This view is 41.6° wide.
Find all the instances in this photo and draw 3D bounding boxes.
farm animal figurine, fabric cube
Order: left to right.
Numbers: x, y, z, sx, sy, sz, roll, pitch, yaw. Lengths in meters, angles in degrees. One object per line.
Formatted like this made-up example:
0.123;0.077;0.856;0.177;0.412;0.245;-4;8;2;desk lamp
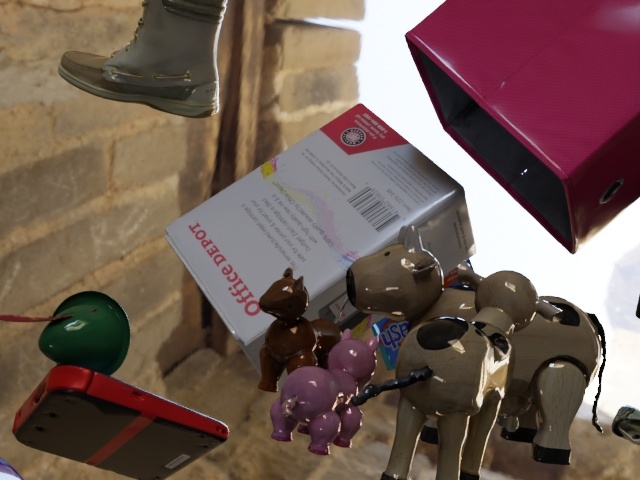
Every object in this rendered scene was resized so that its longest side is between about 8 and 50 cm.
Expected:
0.104;0.080;0.688;0.327;0.330;0.172;11;-89;-25;farm animal figurine
0.293;-0.184;0.962;0.258;0.259;0.254;-41;-26;1;fabric cube

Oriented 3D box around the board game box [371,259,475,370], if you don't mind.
0.127;0.051;1.150;0.047;0.160;0.210;-4;-108;-87;board game box

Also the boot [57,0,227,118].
-0.220;-0.252;1.041;0.077;0.213;0.165;-61;-16;-59;boot

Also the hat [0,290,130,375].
-0.478;0.178;1.514;0.183;0.208;0.173;10;-112;-70;hat

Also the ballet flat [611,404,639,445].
0.567;0.327;1.428;0.188;0.070;0.070;-8;60;70;ballet flat

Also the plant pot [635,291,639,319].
0.494;0.043;1.050;0.187;0.188;0.167;-21;-44;-65;plant pot

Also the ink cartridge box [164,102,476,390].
0.000;0.000;1.026;0.306;0.226;0.131;-34;-40;-8;ink cartridge box

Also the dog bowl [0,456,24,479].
-0.373;0.297;0.722;0.104;0.265;0.265;68;-138;-74;dog bowl

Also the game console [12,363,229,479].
-0.400;0.366;1.639;0.386;0.342;0.060;-41;33;49;game console
